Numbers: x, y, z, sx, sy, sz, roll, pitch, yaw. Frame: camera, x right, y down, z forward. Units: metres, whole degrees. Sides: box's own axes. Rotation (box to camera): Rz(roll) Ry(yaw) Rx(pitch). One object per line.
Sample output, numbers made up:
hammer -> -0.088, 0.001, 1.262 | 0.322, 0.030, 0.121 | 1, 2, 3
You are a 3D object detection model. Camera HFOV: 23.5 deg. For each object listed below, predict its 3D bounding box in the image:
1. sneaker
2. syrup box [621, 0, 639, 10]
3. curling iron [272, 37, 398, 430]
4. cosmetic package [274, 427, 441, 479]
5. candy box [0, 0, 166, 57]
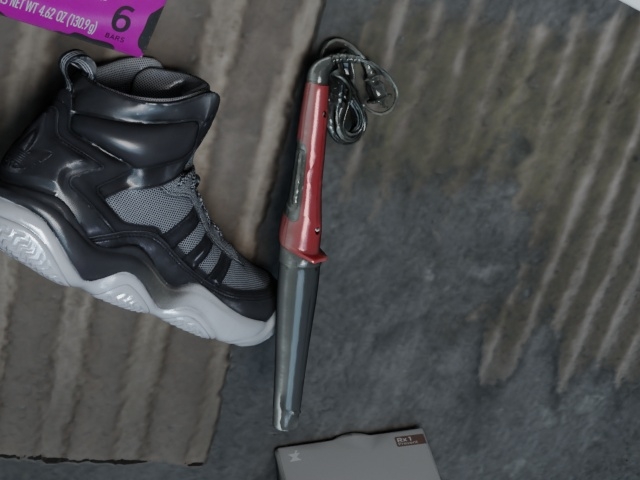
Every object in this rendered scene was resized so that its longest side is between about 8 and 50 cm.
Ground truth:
sneaker -> -0.094, -0.029, 1.017 | 0.269, 0.101, 0.153 | 24, 94, -46
syrup box -> 0.127, -0.240, 0.950 | 0.237, 0.096, 0.093 | 22, 113, -26
curling iron -> 0.000, 0.000, 1.052 | 0.068, 0.035, 0.274 | 7, 98, -24
cosmetic package -> 0.035, 0.276, 1.251 | 0.127, 0.107, 0.238 | -9, 127, -7
candy box -> -0.137, -0.239, 0.889 | 0.159, 0.071, 0.233 | 15, 116, -23
